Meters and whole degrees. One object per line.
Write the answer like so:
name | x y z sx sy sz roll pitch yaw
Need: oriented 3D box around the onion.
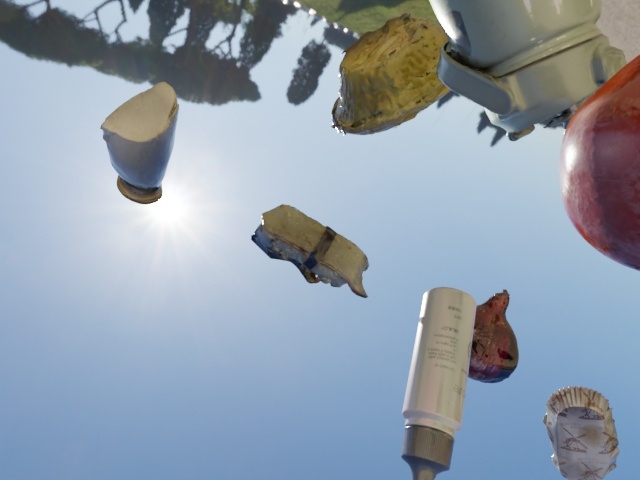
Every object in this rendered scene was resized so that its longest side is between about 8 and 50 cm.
onion | 0.361 0.204 1.147 0.140 0.218 0.195 20 -171 -10

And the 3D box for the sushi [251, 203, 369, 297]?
sushi | -0.003 0.018 1.035 0.273 0.109 0.134 39 -116 13

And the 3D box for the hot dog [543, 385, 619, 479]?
hot dog | 0.392 0.291 0.758 0.053 0.099 0.192 -60 -44 -55

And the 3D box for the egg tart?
egg tart | 0.153 -0.366 1.075 0.132 0.345 0.345 51 -167 -34

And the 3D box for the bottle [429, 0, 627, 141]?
bottle | 0.263 -0.298 0.672 0.351 0.229 0.229 67 -153 -8

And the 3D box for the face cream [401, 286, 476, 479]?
face cream | 0.179 0.225 0.774 0.092 0.092 0.311 25 -122 -11

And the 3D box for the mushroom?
mushroom | -0.434 -0.210 1.216 0.137 0.407 0.154 37 -122 -2

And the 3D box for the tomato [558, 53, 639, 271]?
tomato | 0.264 -0.070 0.379 0.151 0.187 0.187 9 -163 26
